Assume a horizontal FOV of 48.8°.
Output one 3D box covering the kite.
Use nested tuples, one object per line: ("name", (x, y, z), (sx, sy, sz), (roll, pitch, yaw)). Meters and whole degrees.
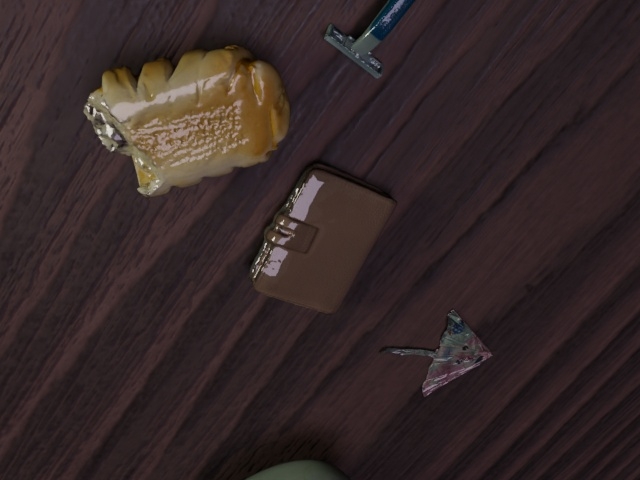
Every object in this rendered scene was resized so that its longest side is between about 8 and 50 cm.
("kite", (0.148, 0.143, 0.885), (0.157, 0.011, 0.139), (6, 116, -17))

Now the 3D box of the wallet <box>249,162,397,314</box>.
("wallet", (0.000, 0.000, 0.748), (0.118, 0.038, 0.152), (22, 110, -26))

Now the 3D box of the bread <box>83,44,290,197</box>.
("bread", (-0.116, -0.108, 0.628), (0.177, 0.084, 0.119), (-15, 124, -5))

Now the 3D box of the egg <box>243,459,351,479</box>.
("egg", (-0.059, 0.384, 0.876), (0.264, 0.183, 0.183), (-46, 119, 9))

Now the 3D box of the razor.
("razor", (0.087, -0.237, 0.627), (0.068, 0.037, 0.191), (32, 109, -26))
